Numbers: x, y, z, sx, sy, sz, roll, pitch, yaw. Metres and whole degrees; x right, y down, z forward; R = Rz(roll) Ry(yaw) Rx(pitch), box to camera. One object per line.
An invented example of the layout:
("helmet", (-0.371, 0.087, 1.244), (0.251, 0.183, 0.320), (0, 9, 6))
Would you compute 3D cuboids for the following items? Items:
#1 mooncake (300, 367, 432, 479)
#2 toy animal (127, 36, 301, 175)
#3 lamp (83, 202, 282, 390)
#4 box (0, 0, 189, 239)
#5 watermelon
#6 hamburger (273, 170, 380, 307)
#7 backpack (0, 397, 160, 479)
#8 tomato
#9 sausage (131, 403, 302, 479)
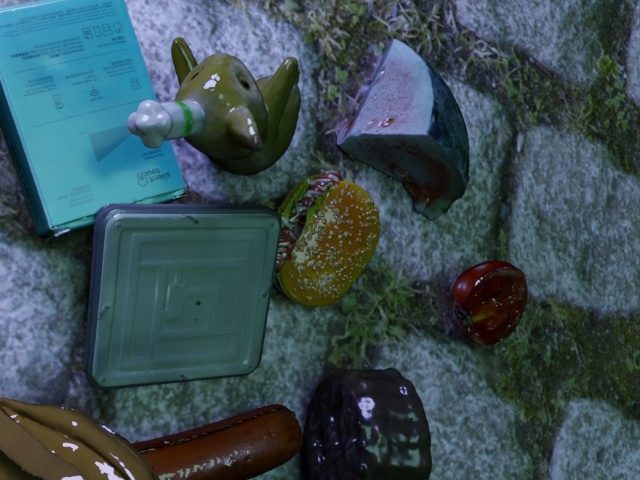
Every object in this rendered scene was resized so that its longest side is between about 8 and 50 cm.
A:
("mooncake", (0.060, 0.302, 1.351), (0.124, 0.228, 0.228), (5, 81, -26))
("toy animal", (-0.127, -0.190, 1.249), (0.181, 0.363, 0.181), (4, 89, 7))
("lamp", (-0.193, 0.078, 1.287), (0.269, 0.047, 0.267), (-1, 111, -30))
("box", (-0.338, -0.175, 1.265), (0.205, 0.118, 0.312), (-20, 93, -25))
("watermelon", (0.135, -0.161, 1.474), (0.213, 0.289, 0.320), (-14, 104, 1))
("hamburger", (0.000, 0.000, 1.419), (0.173, 0.116, 0.210), (40, 71, -18))
("backpack", (-0.343, 0.374, 1.065), (0.354, 0.377, 0.201), (-65, 151, -12))
("tomato", (0.281, 0.099, 1.570), (0.139, 0.091, 0.159), (-28, 123, -18))
("sausage", (-0.177, 0.316, 1.295), (0.330, 0.102, 0.102), (-11, 88, -30))
